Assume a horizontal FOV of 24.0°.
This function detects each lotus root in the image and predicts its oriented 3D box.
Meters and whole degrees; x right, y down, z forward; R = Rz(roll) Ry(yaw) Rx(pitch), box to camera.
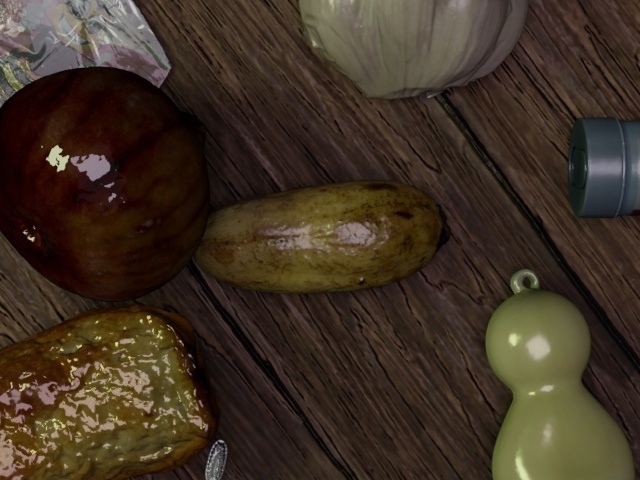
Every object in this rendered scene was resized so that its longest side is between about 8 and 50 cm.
[{"bbox_3d":[0.000,0.000,1.486,0.259,0.097,0.110,-7,95,2],"label":"lotus root"}]

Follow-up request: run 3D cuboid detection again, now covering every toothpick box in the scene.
[{"bbox_3d":[0.329,-0.071,1.487,0.153,0.101,0.101,1,92,-1],"label":"toothpick box"}]

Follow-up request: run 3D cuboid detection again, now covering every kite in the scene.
[{"bbox_3d":[-0.329,-0.137,1.511,0.360,0.022,0.204,-42,95,0],"label":"kite"}]

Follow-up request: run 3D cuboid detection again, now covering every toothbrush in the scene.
[{"bbox_3d":[-0.131,0.337,1.489,0.020,0.025,0.286,13,91,-1],"label":"toothbrush"}]

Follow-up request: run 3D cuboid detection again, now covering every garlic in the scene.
[{"bbox_3d":[0.098,-0.231,1.460,0.229,0.143,0.178,-2,90,-10],"label":"garlic"}]

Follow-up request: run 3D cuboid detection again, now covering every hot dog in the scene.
[{"bbox_3d":[-0.230,0.162,1.477,0.259,0.114,0.175,-16,97,1],"label":"hot dog"}]

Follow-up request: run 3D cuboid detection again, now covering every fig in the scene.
[{"bbox_3d":[-0.207,-0.061,1.415,0.235,0.235,0.214,32,79,-2],"label":"fig"}]

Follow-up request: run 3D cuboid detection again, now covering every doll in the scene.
[{"bbox_3d":[0.231,0.175,1.494,0.141,0.117,0.296,-9,78,-4],"label":"doll"}]
